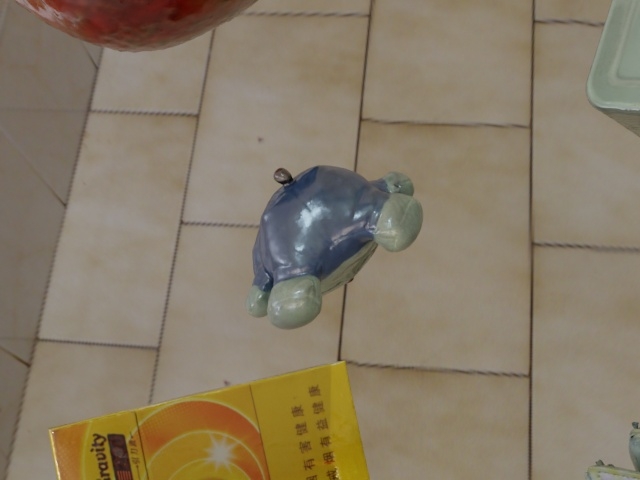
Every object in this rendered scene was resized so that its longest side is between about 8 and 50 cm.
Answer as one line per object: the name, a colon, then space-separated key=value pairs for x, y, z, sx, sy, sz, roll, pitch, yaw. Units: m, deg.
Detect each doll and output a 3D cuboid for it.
doll: x=0.000 y=0.000 z=1.022 sx=0.228 sy=0.258 sz=0.154 roll=-41 pitch=83 yaw=-5

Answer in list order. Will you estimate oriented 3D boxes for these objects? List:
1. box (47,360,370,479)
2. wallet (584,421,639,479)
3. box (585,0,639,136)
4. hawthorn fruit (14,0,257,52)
box: x=-0.089 y=0.207 z=0.790 sx=0.269 sy=0.043 sz=0.152 roll=-9 pitch=83 yaw=-21
wallet: x=0.354 y=0.235 z=0.617 sx=0.077 sy=0.309 sz=0.223 roll=-42 pitch=106 yaw=-19
box: x=0.494 y=-0.244 z=1.010 sx=0.177 sy=0.344 sz=0.351 roll=17 pitch=89 yaw=50
hawthorn fruit: x=-0.195 y=-0.430 z=1.018 sx=0.403 sy=0.403 sz=0.402 roll=-2 pitch=67 yaw=5
